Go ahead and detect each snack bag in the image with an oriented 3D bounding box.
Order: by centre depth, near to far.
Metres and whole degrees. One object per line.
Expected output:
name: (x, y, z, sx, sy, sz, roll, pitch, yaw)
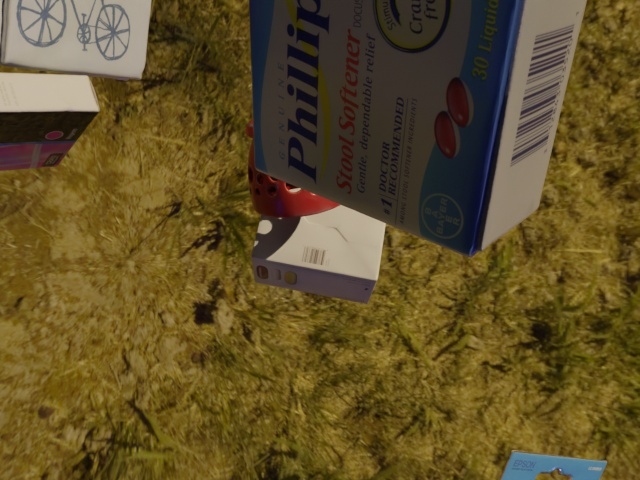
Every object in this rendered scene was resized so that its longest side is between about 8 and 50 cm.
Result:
snack bag: (-0.329, -0.404, 0.826, 0.037, 0.323, 0.343, 15, 105, 13)

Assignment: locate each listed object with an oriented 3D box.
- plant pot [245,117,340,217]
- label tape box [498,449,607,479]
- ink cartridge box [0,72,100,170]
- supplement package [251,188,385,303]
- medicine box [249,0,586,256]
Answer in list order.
plant pot: (-0.048, -0.151, 1.090, 0.191, 0.191, 0.174, -18, 115, -17)
label tape box: (0.283, 0.467, 0.928, 0.240, 0.106, 0.334, 17, 93, -31)
ink cartridge box: (-0.482, -0.140, 0.719, 0.370, 0.175, 0.069, -11, 78, -45)
supplement package: (0.000, 0.000, 1.281, 0.261, 0.145, 0.204, 10, 65, 2)
medicine box: (0.078, -0.168, 0.576, 0.149, 0.289, 0.264, -28, 131, -42)
